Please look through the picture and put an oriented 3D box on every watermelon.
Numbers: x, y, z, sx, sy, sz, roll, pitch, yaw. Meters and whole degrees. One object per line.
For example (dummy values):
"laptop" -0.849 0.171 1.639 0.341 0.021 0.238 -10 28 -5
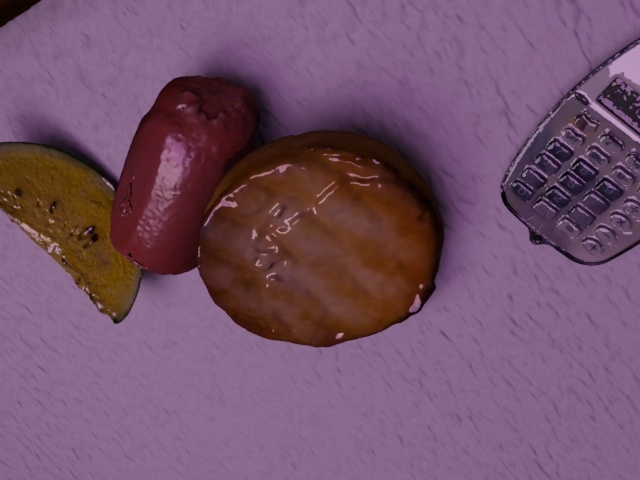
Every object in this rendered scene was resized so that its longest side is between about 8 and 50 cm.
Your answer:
"watermelon" -0.350 -0.027 1.154 0.123 0.129 0.301 -36 102 34

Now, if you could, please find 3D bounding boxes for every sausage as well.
"sausage" -0.170 -0.076 1.046 0.152 0.152 0.279 33 121 6

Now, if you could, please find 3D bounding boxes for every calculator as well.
"calculator" 0.316 -0.084 0.902 0.177 0.040 0.268 40 123 1

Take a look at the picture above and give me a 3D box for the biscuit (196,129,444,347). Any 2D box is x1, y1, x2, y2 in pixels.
"biscuit" 0.000 0.000 1.000 0.297 0.102 0.296 -3 127 -3

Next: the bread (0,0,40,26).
"bread" -0.382 -0.336 1.003 0.417 0.165 0.113 -21 106 28
